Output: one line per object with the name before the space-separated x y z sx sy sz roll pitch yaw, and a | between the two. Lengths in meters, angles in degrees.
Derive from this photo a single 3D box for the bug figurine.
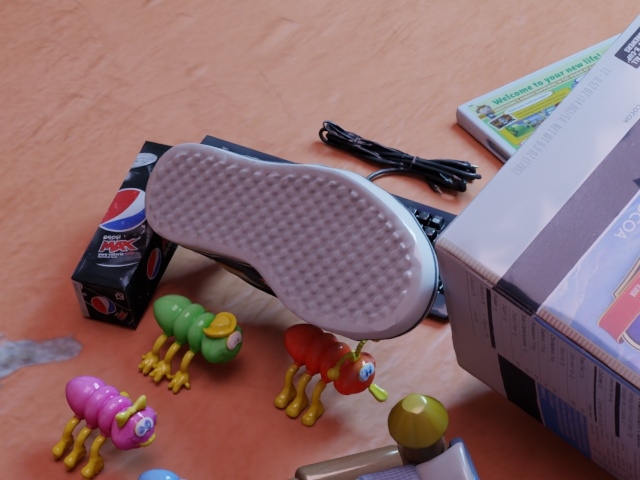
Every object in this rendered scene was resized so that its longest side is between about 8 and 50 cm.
bug figurine | -0.087 0.133 1.493 0.216 0.072 0.279 25 49 26

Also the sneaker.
sneaker | 0.000 0.000 1.529 0.321 0.126 0.127 26 3 43

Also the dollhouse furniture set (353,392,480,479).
dollhouse furniture set | -0.010 0.242 1.219 0.286 0.198 0.303 -15 53 -2

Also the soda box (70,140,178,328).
soda box | -0.159 -0.007 1.639 0.053 0.060 0.169 11 52 17

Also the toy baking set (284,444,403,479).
toy baking set | 0.033 0.243 1.367 0.256 0.030 0.197 -8 53 -17

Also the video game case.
video game case | 0.271 -0.110 1.785 0.212 0.023 0.193 -25 48 -23

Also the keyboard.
keyboard | 0.026 -0.040 1.709 0.317 0.033 0.201 19 46 19

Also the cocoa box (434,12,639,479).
cocoa box | 0.290 -0.008 1.437 0.228 0.231 0.347 36 74 24
